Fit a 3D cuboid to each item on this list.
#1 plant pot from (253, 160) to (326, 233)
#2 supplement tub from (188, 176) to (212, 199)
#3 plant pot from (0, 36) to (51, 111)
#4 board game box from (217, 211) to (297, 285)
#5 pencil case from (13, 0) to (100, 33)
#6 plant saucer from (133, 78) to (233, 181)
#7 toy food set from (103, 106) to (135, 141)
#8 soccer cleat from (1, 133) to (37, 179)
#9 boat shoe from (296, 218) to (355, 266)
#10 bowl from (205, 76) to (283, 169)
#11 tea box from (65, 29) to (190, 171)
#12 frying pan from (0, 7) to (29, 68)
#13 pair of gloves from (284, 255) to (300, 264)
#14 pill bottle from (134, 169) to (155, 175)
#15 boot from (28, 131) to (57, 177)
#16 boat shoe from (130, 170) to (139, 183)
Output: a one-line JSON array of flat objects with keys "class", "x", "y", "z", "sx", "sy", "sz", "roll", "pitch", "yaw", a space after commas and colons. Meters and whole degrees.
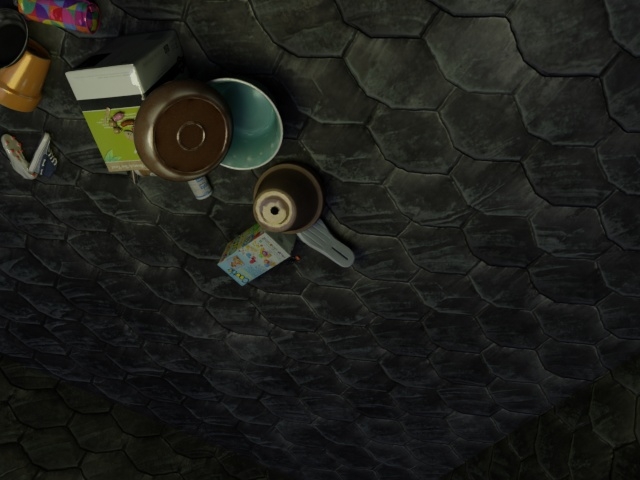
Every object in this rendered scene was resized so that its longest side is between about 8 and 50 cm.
[{"class": "plant pot", "x": -0.125, "y": -0.128, "z": 1.787, "sx": 0.263, "sy": 0.229, "sz": 0.263, "roll": 3, "pitch": 107, "yaw": 9}, {"class": "supplement tub", "x": -0.453, "y": -0.213, "z": 1.928, "sx": 0.071, "sy": 0.071, "sz": 0.107, "roll": -9, "pitch": 126, "yaw": 17}, {"class": "plant pot", "x": -0.989, "y": -0.561, "z": 1.695, "sx": 0.205, "sy": 0.205, "sz": 0.188, "roll": 39, "pitch": 109, "yaw": -19}, {"class": "board game box", "x": -0.248, "y": 0.035, "z": 2.036, "sx": 0.275, "sy": 0.142, "sz": 0.144, "roll": -31, "pitch": 116, "yaw": 29}, {"class": "pencil case", "x": -0.808, "y": -0.709, "z": 1.596, "sx": 0.236, "sy": 0.104, "sz": 0.104, "roll": 13, "pitch": 129, "yaw": -1}, {"class": "plant saucer", "x": -0.386, "y": -0.312, "z": 1.520, "sx": 0.311, "sy": 0.050, "sz": 0.310, "roll": -21, "pitch": 127, "yaw": -30}, {"class": "toy food set", "x": -0.558, "y": -0.325, "z": 1.473, "sx": 0.122, "sy": 0.019, "sz": 0.078, "roll": 26, "pitch": 128, "yaw": -10}, {"class": "soccer cleat", "x": -1.170, "y": -0.316, "z": 1.991, "sx": 0.076, "sy": 0.068, "sz": 0.196, "roll": -6, "pitch": 129, "yaw": 19}, {"class": "boat shoe", "x": 0.000, "y": 0.000, "z": 1.990, "sx": 0.302, "sy": 0.109, "sz": 0.094, "roll": 43, "pitch": 168, "yaw": -8}, {"class": "bowl", "x": -0.259, "y": -0.405, "z": 1.684, "sx": 0.311, "sy": 0.163, "sz": 0.311, "roll": 5, "pitch": 129, "yaw": 6}, {"class": "tea box", "x": -0.553, "y": -0.435, "z": 1.611, "sx": 0.220, "sy": 0.329, "sz": 0.323, "roll": -1, "pitch": 128, "yaw": 11}, {"class": "frying pan", "x": -1.019, "y": -0.653, "z": 1.597, "sx": 0.326, "sy": 0.053, "sz": 0.197, "roll": 42, "pitch": 93, "yaw": 14}, {"class": "pair of gloves", "x": -0.132, "y": 0.065, "z": 2.122, "sx": 0.074, "sy": 0.010, "sz": 0.083, "roll": -31, "pitch": 119, "yaw": 28}, {"class": "pill bottle", "x": -0.541, "y": -0.292, "z": 1.845, "sx": 0.229, "sy": 0.131, "sz": 0.131, "roll": 3, "pitch": 128, "yaw": 8}, {"class": "boot", "x": -1.037, "y": -0.324, "z": 1.969, "sx": 0.086, "sy": 0.069, "sz": 0.190, "roll": 20, "pitch": 128, "yaw": -34}, {"class": "boat shoe", "x": -0.692, "y": -0.273, "z": 1.946, "sx": 0.043, "sy": 0.049, "sz": 0.137, "roll": -16, "pitch": 134, "yaw": -28}]
